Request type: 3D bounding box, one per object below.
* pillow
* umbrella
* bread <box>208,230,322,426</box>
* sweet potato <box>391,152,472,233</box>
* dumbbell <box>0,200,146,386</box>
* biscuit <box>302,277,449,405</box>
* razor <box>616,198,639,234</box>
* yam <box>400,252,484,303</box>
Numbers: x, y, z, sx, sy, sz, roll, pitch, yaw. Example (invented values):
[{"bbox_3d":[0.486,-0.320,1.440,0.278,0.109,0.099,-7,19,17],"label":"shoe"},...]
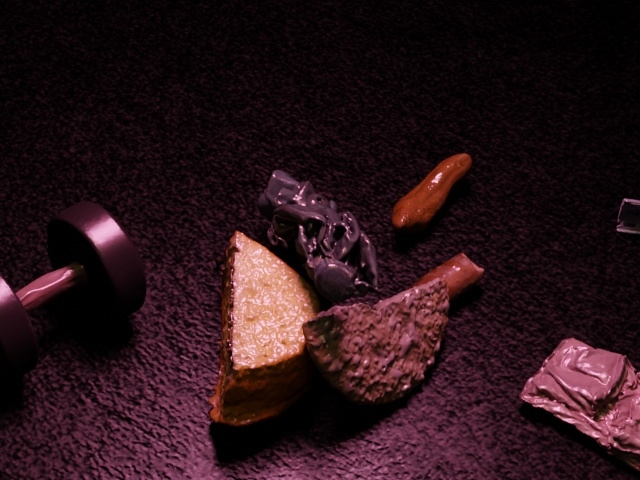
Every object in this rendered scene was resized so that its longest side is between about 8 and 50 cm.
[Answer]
[{"bbox_3d":[0.375,0.206,1.981,0.248,0.049,0.135,32,47,20],"label":"pillow"},{"bbox_3d":[0.003,-0.001,2.017,0.143,0.094,0.349,19,10,-10],"label":"umbrella"},{"bbox_3d":[-0.061,0.113,1.978,0.134,0.129,0.260,6,45,-11],"label":"bread"},{"bbox_3d":[0.148,-0.059,2.213,0.053,0.054,0.182,0,36,45],"label":"sweet potato"},{"bbox_3d":[-0.336,0.063,1.982,0.218,0.152,0.152,-31,56,-30],"label":"dumbbell"},{"bbox_3d":[0.078,0.130,1.974,0.032,0.133,0.250,-3,8,45],"label":"biscuit"},{"bbox_3d":[0.440,0.050,2.139,0.106,0.068,0.232,8,52,4],"label":"razor"},{"bbox_3d":[0.114,0.085,2.069,0.241,0.056,0.057,-32,56,-30],"label":"yam"}]
